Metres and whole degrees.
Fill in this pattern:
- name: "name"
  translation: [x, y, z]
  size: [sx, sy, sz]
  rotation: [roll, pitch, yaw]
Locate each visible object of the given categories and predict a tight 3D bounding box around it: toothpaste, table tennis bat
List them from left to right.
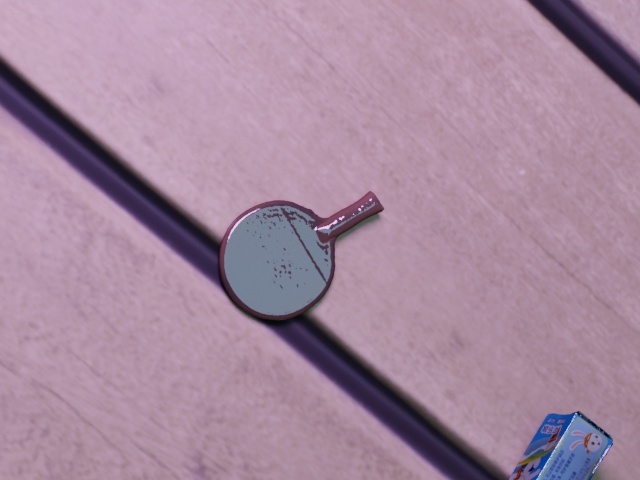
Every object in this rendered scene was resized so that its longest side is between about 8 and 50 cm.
- name: "table tennis bat"
  translation: [0.000, 0.000, 1.431]
  size: [0.170, 0.119, 0.107]
  rotation: [-32, 96, -18]
- name: "toothpaste"
  translation: [0.179, 0.281, 1.495]
  size: [0.050, 0.065, 0.267]
  rotation: [38, 74, -13]
